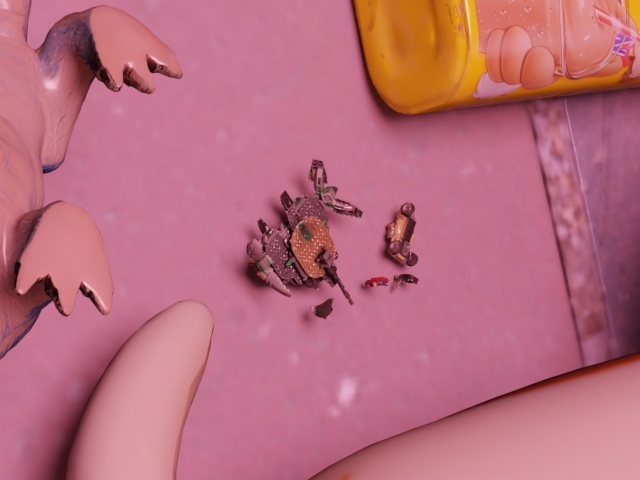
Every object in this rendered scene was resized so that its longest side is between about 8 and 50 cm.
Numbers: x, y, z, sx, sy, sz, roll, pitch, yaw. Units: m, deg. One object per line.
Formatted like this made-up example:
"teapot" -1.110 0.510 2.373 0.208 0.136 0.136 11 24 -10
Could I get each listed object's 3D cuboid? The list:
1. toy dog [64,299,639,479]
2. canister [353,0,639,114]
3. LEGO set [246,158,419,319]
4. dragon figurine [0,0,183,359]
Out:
"toy dog" 0.158 0.107 0.646 0.395 0.284 0.408 38 65 18
"canister" 0.095 -0.114 0.735 0.170 0.073 0.126 -9 88 -33
"LEGO set" 0.001 0.003 0.688 0.083 0.023 0.054 25 72 -43
"dragon figurine" -0.116 -0.016 0.568 0.085 0.144 0.289 25 51 -27
